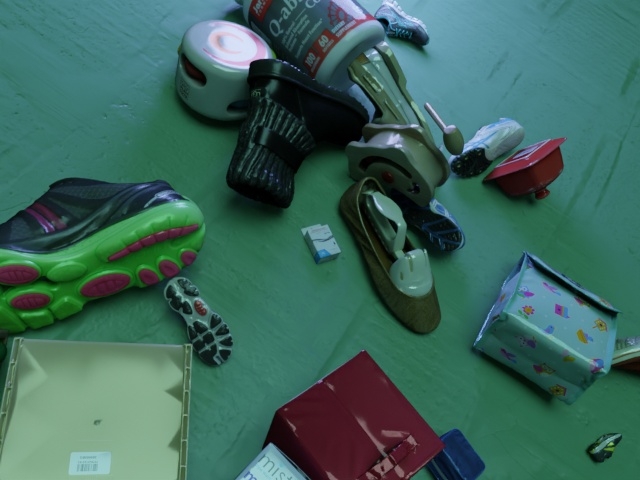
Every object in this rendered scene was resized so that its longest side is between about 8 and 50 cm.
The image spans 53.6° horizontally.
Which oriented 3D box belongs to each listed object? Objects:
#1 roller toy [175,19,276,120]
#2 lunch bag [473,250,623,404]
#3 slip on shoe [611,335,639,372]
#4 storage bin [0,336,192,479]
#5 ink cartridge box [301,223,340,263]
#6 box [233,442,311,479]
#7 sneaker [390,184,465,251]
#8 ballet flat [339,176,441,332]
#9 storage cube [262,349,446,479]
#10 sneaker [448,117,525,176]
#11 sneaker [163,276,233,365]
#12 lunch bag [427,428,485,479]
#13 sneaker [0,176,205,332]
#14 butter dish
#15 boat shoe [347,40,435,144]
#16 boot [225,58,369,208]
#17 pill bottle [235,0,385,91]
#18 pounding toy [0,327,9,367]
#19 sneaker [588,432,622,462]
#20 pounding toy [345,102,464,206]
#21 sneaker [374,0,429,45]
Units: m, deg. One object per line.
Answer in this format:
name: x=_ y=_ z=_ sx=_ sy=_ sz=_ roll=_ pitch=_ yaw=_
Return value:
roller toy: x=-0.208 y=-0.354 z=1.335 sx=0.209 sy=0.146 sz=0.191 roll=15 pitch=47 yaw=-11
lunch bag: x=0.462 y=0.151 z=1.259 sx=0.223 sy=0.160 sz=0.262 roll=33 pitch=47 yaw=10
slip on shoe: x=0.706 y=0.247 z=1.312 sx=0.331 sy=0.123 sz=0.101 roll=0 pitch=84 yaw=-15
storage bin: x=-0.330 y=0.285 z=0.942 sx=0.262 sy=0.123 sz=0.261 roll=5 pitch=60 yaw=-16
ink cartridge box: x=0.000 y=0.000 z=1.269 sx=0.048 sy=0.028 sz=0.083 roll=-16 pitch=67 yaw=-26
box: x=-0.124 y=0.421 z=0.847 sx=0.127 sy=0.262 sz=0.231 roll=42 pitch=58 yaw=9
sneaker: x=0.229 y=-0.051 z=1.357 sx=0.211 sy=0.080 sz=0.081 roll=53 pitch=19 yaw=26
ballet flat: x=0.148 y=0.015 z=1.252 sx=0.116 sy=0.124 sz=0.342 roll=-15 pitch=67 yaw=-25
storage cube: x=0.042 y=0.326 z=0.992 sx=0.183 sy=0.215 sz=0.193 roll=-29 pitch=67 yaw=-29
sneaker: x=0.382 y=-0.222 z=1.501 sx=0.237 sy=0.085 sz=0.086 roll=-30 pitch=47 yaw=-26
sneaker: x=-0.208 y=0.137 z=1.105 sx=0.068 sy=0.071 sz=0.170 roll=-30 pitch=88 yaw=-10
lunch bag: x=0.232 y=0.388 z=1.101 sx=0.067 sy=0.065 sz=0.098 roll=-19 pitch=66 yaw=-43
sneaker: x=-0.442 y=0.010 z=1.061 sx=0.482 sy=0.185 sz=0.202 roll=-13 pitch=41 yaw=-23
butter dish: x=0.490 y=-0.150 z=1.463 sx=0.160 sy=0.160 sz=0.118 roll=-35 pitch=99 yaw=-30
boat shoe: x=0.162 y=-0.280 z=1.407 sx=0.103 sy=0.113 sz=0.302 roll=-30 pitch=102 yaw=0
boot: x=-0.041 y=-0.185 z=1.292 sx=0.348 sy=0.131 sz=0.260 roll=15 pitch=77 yaw=-45
pill bottle: x=-0.045 y=-0.518 z=1.445 sx=0.210 sy=0.210 sz=0.363 roll=-37 pitch=77 yaw=-31
pounding toy: x=-0.516 y=0.222 z=0.880 sx=0.094 sy=0.181 sz=0.206 roll=12 pitch=81 yaw=-12
sneaker: x=0.553 y=0.400 z=1.223 sx=0.083 sy=0.031 sz=0.035 roll=-20 pitch=83 yaw=-22
pounding toy: x=0.195 y=-0.178 z=1.309 sx=0.155 sy=0.269 sz=0.154 roll=-50 pitch=129 yaw=-25
sneaker: x=0.207 y=-0.552 z=1.646 sx=0.166 sy=0.065 sz=0.076 roll=40 pitch=73 yaw=11
